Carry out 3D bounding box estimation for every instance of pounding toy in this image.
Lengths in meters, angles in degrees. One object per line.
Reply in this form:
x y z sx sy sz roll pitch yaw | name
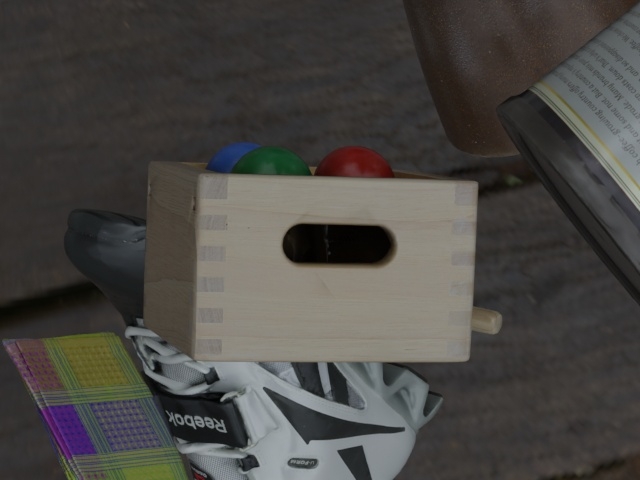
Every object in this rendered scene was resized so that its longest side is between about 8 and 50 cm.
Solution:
0.007 0.000 0.932 0.181 0.206 0.094 1 95 -15 | pounding toy

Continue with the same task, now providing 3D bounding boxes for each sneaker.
-0.052 0.097 1.222 0.330 0.122 0.146 37 74 -39 | sneaker

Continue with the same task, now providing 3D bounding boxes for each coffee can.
0.274 -0.085 1.145 0.275 0.201 0.201 -38 105 3 | coffee can

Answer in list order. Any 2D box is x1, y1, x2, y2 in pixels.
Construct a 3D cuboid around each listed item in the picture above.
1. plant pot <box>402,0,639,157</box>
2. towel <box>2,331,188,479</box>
0.154 -0.227 1.645 0.215 0.215 0.230 -33 118 -2 | plant pot
-0.090 0.070 0.777 0.060 0.083 0.009 -1 139 -46 | towel
